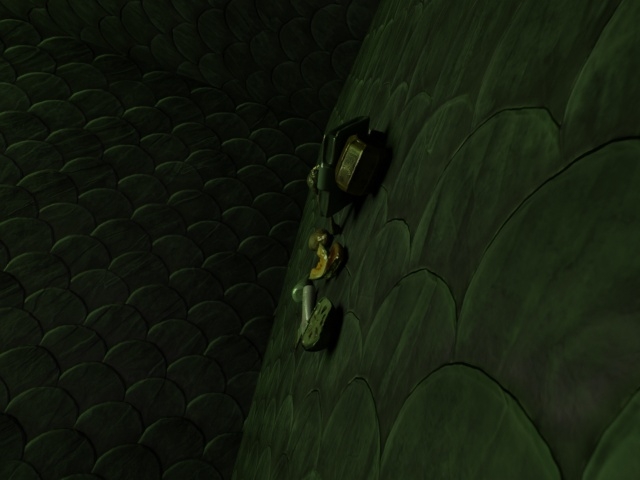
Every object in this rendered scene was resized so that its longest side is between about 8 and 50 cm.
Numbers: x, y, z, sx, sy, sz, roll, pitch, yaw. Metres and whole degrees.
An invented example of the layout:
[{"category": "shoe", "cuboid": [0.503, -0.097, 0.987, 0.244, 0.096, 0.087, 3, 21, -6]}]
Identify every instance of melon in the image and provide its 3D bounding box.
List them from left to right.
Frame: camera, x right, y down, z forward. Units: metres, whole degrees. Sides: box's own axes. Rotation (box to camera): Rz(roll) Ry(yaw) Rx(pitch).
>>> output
[{"category": "melon", "cuboid": [0.018, 0.104, 1.780, 0.128, 0.079, 0.160, 30, 103, 63]}]

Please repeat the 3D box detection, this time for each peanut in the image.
[{"category": "peanut", "cuboid": [-0.001, 0.000, 2.060, 0.228, 0.086, 0.104, 138, 139, -71]}]

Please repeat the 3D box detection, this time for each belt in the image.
[{"category": "belt", "cuboid": [0.185, -0.361, 1.680, 0.232, 0.053, 0.071, 123, 163, -63]}]

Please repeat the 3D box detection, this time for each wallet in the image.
[{"category": "wallet", "cuboid": [0.078, -0.265, 1.587, 0.252, 0.083, 0.359, -35, -38, -43]}]

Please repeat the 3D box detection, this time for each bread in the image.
[{"category": "bread", "cuboid": [0.059, 0.061, 1.633, 0.154, 0.054, 0.135, 124, 161, -46]}]

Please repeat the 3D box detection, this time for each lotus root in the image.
[{"category": "lotus root", "cuboid": [0.010, 0.288, 1.426, 0.183, 0.078, 0.203, -60, 13, 3]}]

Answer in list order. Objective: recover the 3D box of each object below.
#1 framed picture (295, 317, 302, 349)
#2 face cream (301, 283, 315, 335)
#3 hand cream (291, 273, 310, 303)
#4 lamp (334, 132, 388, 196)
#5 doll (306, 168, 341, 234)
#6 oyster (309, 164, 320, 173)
[{"category": "framed picture", "cuboid": [-0.083, 0.398, 2.033, 0.136, 0.010, 0.200, -87, 17, -63]}, {"category": "face cream", "cuboid": [-0.055, 0.311, 1.892, 0.092, 0.058, 0.243, 123, 156, -48]}, {"category": "hand cream", "cuboid": [-0.086, 0.248, 2.154, 0.306, 0.093, 0.146, -40, -30, -88]}, {"category": "lamp", "cuboid": [0.136, -0.253, 1.440, 0.161, 0.162, 0.184, -86, 14, -57]}, {"category": "doll", "cuboid": [0.022, -0.152, 1.757, 0.203, 0.091, 0.285, -36, -69, -76]}, {"category": "oyster", "cuboid": [0.050, -0.303, 1.862, 0.337, 0.198, 0.132, 157, 114, -85]}]
